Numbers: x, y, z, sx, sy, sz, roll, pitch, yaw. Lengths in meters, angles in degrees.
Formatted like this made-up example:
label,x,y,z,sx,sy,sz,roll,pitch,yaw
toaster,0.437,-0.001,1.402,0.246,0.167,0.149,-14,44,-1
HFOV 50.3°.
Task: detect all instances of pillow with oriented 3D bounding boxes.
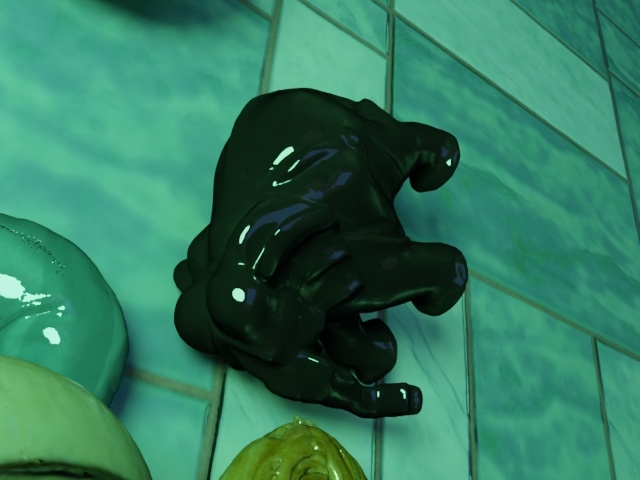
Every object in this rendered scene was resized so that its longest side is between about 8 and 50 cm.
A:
label,x,y,z,sx,sy,sz,roll,pitch,yaw
pillow,-0.247,0.078,0.482,0.214,0.086,0.233,29,49,-20

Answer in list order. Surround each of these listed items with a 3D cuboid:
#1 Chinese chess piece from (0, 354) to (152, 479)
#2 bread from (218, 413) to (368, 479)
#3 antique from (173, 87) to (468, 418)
label,x,y,z,sx,sy,sz,roll,pitch,yaw
Chinese chess piece,-0.208,0.180,0.348,0.257,0.257,0.104,-6,31,-43
bread,-0.006,0.272,0.548,0.236,0.120,0.198,50,43,-9
antique,0.000,0.000,0.667,0.255,0.185,0.322,20,64,-37
